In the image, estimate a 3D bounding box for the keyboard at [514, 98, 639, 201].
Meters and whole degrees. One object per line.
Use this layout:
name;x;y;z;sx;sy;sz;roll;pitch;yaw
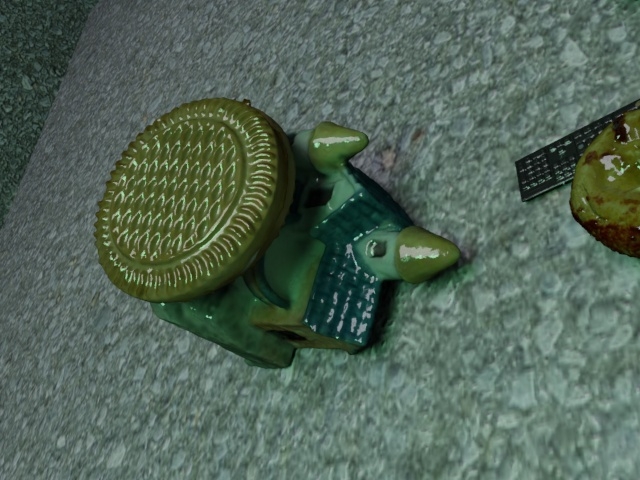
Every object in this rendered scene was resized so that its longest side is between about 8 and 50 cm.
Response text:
keyboard;0.285;-0.101;0.666;0.198;0.010;0.064;-28;43;33

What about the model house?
model house;0.000;0.000;0.768;0.325;0.194;0.267;-3;61;44

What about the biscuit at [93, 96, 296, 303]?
biscuit;-0.137;-0.049;0.736;0.259;0.079;0.259;-14;60;25

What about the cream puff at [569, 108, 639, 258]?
cream puff;0.286;-0.047;0.563;0.149;0.084;0.149;-31;39;29
